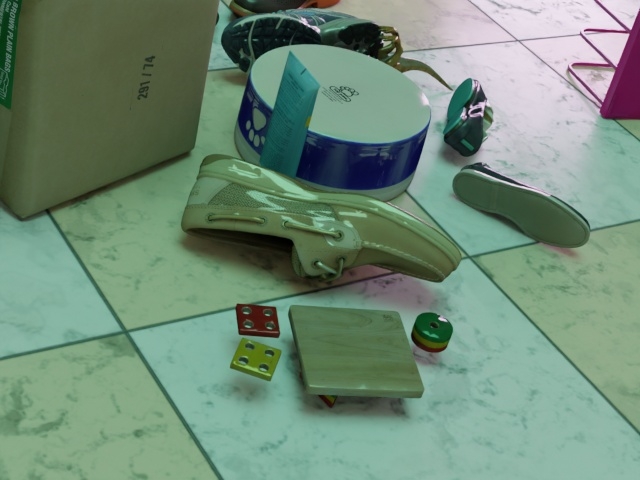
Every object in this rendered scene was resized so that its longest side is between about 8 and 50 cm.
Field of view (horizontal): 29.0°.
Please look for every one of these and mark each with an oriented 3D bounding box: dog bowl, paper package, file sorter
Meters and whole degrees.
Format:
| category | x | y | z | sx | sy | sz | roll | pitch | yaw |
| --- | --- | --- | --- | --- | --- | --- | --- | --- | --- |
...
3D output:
| category | x | y | z | sx | sy | sz | roll | pitch | yaw |
| --- | --- | --- | --- | --- | --- | --- | --- | --- | --- |
| dog bowl | 0.018 | -0.166 | 1.737 | 0.265 | 0.104 | 0.264 | 11 | 36 | -8 |
| paper package | -0.287 | -0.233 | 1.521 | 0.168 | 0.324 | 0.309 | 35 | 40 | 25 |
| file sorter | 0.564 | -0.373 | 2.075 | 0.202 | 0.290 | 0.182 | -1 | 36 | -23 |

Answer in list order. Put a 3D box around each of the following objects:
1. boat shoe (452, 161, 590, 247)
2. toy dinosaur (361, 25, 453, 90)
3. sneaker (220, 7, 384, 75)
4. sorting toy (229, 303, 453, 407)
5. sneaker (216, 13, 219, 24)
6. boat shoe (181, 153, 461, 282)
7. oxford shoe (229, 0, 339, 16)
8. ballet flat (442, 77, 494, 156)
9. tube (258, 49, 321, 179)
| category | x | y | z | sx | sy | sz | roll | pitch | yaw |
| --- | --- | --- | --- | --- | --- | --- | --- | --- | --- |
| boat shoe | 0.287 | -0.057 | 1.721 | 0.206 | 0.075 | 0.065 | 25 | 39 | 21 |
| toy dinosaur | 0.114 | -0.277 | 1.944 | 0.212 | 0.112 | 0.064 | -17 | 36 | -29 |
| sneaker | -0.044 | -0.310 | 1.929 | 0.283 | 0.110 | 0.122 | -5 | 28 | -37 |
| sorting toy | 0.025 | 0.134 | 1.382 | 0.275 | 0.046 | 0.132 | 4 | 37 | -17 |
| sneaker | -0.289 | -0.398 | 1.909 | 0.286 | 0.130 | 0.109 | -4 | 42 | -24 |
| boat shoe | 0.000 | 0.000 | 1.517 | 0.341 | 0.121 | 0.110 | 18 | 72 | 7 |
| oxford shoe | -0.053 | -0.437 | 2.078 | 0.097 | 0.098 | 0.271 | 32 | 38 | 21 |
| ballet flat | 0.228 | -0.182 | 1.881 | 0.074 | 0.074 | 0.203 | 18 | 29 | 2 |
| tube | -0.045 | -0.133 | 1.579 | 0.052 | 0.207 | 0.080 | -14 | 47 | -34 |
